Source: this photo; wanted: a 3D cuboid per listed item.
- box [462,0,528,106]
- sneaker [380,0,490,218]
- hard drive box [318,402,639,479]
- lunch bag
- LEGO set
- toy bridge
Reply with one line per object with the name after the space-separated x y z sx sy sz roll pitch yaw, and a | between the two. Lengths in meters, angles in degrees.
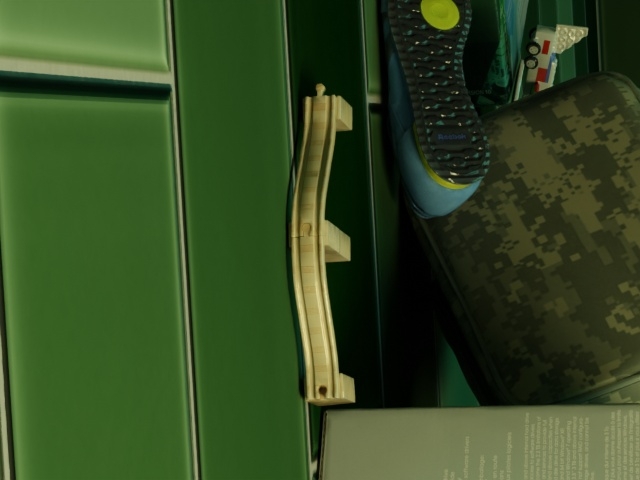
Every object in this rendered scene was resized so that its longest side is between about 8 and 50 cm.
0.139 -0.314 1.671 0.232 0.058 0.322 -74 156 -53 | box
0.072 -0.117 1.373 0.082 0.069 0.209 132 -44 -60 | sneaker
0.130 0.173 1.164 0.181 0.232 0.089 62 29 -60 | hard drive box
0.211 0.070 1.420 0.256 0.212 0.305 64 2 -49 | lunch bag
0.191 -0.090 1.706 0.244 0.060 0.182 76 25 -81 | LEGO set
0.000 0.000 1.094 0.063 0.026 0.188 33 55 -72 | toy bridge
